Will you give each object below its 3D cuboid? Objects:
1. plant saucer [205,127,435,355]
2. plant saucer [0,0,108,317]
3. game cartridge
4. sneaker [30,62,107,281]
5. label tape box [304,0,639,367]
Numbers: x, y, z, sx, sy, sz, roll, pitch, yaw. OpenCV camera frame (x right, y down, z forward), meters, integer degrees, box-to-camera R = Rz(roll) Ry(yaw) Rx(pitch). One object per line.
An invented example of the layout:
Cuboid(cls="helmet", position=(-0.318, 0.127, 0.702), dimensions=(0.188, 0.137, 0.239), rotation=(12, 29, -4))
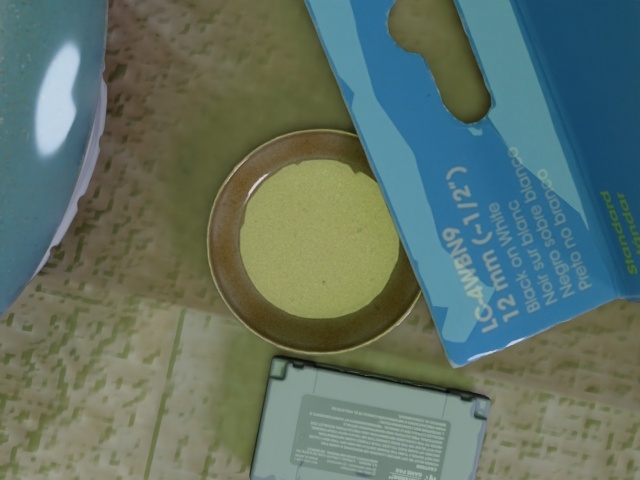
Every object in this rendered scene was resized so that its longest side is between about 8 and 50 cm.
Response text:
Cuboid(cls="plant saucer", position=(0.000, 0.000, 0.600), dimensions=(0.083, 0.015, 0.083), rotation=(0, 96, 0))
Cuboid(cls="plant saucer", position=(-0.205, -0.093, 0.500), dimensions=(0.317, 0.043, 0.318), rotation=(8, 107, 27))
Cuboid(cls="game cartridge", position=(0.017, 0.077, 0.609), dimensions=(0.083, 0.017, 0.056), rotation=(12, 93, -1))
Cuboid(cls="sneaker", position=(-0.114, -0.105, 0.532), dimensions=(0.111, 0.129, 0.297), rotation=(14, 97, -3))
Cuboid(cls="label tape box", position=(0.165, -0.124, 0.533), dimensions=(0.347, 0.115, 0.249), rotation=(-22, 97, -1))
